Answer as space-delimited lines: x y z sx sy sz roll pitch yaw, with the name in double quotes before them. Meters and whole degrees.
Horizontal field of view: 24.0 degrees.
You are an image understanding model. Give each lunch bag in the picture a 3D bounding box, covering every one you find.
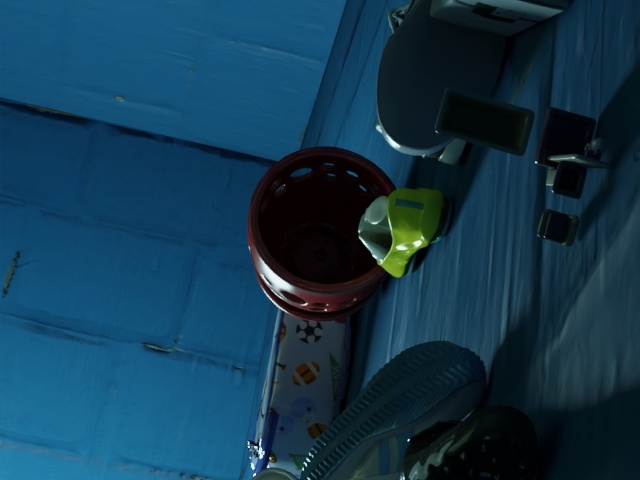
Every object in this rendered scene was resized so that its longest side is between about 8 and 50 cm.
"lunch bag" -0.029 0.204 2.123 0.243 0.114 0.303 111 172 -70

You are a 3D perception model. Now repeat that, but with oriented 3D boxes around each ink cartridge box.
"ink cartridge box" 0.165 -0.267 1.294 0.208 0.086 0.153 -169 91 -84

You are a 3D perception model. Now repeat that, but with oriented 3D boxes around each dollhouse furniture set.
"dollhouse furniture set" 0.132 -0.053 0.995 0.081 0.114 0.091 -164 89 -80

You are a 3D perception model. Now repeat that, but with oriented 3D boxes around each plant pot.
"plant pot" 0.000 0.000 1.869 0.174 0.191 0.191 109 172 -70

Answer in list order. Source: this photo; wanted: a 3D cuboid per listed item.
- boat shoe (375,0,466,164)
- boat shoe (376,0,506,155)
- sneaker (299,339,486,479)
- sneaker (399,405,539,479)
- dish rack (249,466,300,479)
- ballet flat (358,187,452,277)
"boat shoe" 0.121 -0.226 1.594 0.116 0.099 0.320 110 171 -57
"boat shoe" 0.125 -0.209 1.462 0.105 0.113 0.306 98 -175 -70
"sneaker" 0.074 0.166 1.265 0.229 0.092 0.087 -47 22 39
"sneaker" 0.095 0.161 1.057 0.234 0.078 0.106 106 172 -53
"dish rack" -0.030 0.367 1.116 0.285 0.072 0.333 33 114 46
"ballet flat" 0.082 -0.015 1.624 0.231 0.077 0.077 123 158 -76
